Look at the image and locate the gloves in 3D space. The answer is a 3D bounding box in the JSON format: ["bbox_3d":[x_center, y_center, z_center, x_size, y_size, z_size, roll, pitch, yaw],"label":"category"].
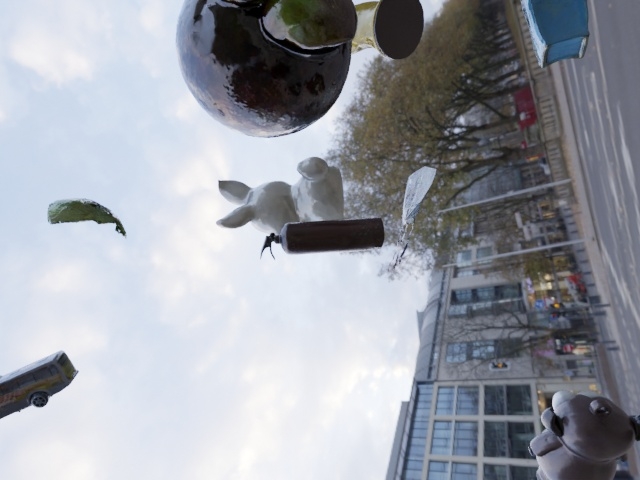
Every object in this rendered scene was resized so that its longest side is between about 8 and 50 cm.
[{"bbox_3d":[0.069,-0.441,0.856,0.132,0.294,0.116,-16,-61,-28],"label":"gloves"}]

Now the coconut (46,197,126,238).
[{"bbox_3d":[-0.496,-0.057,0.874,0.055,0.133,0.158,-59,-25,10],"label":"coconut"}]

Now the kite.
[{"bbox_3d":[0.193,-0.045,0.903,0.141,0.015,0.246,-171,96,-82],"label":"kite"}]

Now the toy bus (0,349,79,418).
[{"bbox_3d":[-0.535,0.267,0.720,0.064,0.190,0.076,-150,38,-72],"label":"toy bus"}]

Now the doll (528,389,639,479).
[{"bbox_3d":[0.495,0.386,0.777,0.117,0.181,0.258,-81,-11,-63],"label":"doll"}]

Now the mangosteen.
[{"bbox_3d":[-0.045,-0.179,0.365,0.172,0.184,0.173,-1,-88,-22],"label":"mangosteen"}]

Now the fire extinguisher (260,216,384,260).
[{"bbox_3d":[0.000,0.000,0.889,0.072,0.267,0.089,-100,8,-51],"label":"fire extinguisher"}]

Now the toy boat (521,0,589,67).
[{"bbox_3d":[0.327,-0.342,0.584,0.077,0.075,0.186,4,-105,-71],"label":"toy boat"}]

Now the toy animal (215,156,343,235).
[{"bbox_3d":[-0.113,-0.117,1.187,0.241,0.366,0.196,73,-172,-48],"label":"toy animal"}]
